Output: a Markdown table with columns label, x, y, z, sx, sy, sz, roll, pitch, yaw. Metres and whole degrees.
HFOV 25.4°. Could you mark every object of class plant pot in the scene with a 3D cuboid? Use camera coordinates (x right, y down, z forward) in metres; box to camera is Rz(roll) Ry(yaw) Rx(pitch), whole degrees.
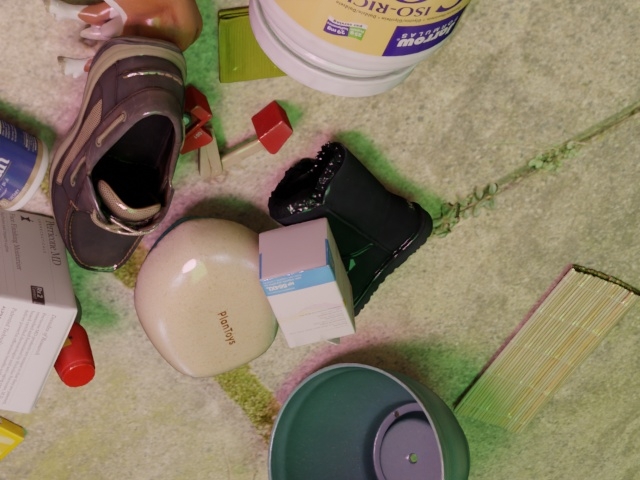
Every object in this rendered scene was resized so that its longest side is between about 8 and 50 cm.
| label | x | y | z | sx | sy | sz | roll | pitch | yaw |
| --- | --- | --- | --- | --- | --- | --- | --- | --- | --- |
| plant pot | 0.098 | 0.323 | 2.059 | 0.293 | 0.293 | 0.196 | -48 | 153 | 22 |

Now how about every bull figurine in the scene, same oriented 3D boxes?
| label | x | y | z | sx | sy | sz | roll | pitch | yaw |
| --- | --- | --- | --- | --- | --- | --- | --- | --- | --- |
| bull figurine | -0.224 | -0.313 | 1.514 | 0.189 | 0.101 | 0.310 | -15 | 131 | -1 |

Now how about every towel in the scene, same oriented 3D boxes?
| label | x | y | z | sx | sy | sz | roll | pitch | yaw |
| --- | --- | --- | --- | --- | --- | --- | --- | --- | --- |
| towel | -0.005 | -0.241 | 1.697 | 0.237 | 0.021 | 0.102 | -8 | 130 | -11 |

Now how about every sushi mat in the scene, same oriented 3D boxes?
| label | x | y | z | sx | sy | sz | roll | pitch | yaw |
| --- | --- | --- | --- | --- | --- | --- | --- | --- | --- |
| sushi mat | 0.344 | 0.170 | 2.159 | 0.151 | 0.019 | 0.316 | 19 | 121 | -29 |

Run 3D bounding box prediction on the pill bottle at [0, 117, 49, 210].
| label | x | y | z | sx | sy | sz | roll | pitch | yaw |
| --- | --- | --- | --- | --- | --- | --- | --- | --- | --- |
| pill bottle | -0.406 | -0.108 | 1.630 | 0.169 | 0.094 | 0.094 | 29 | 116 | -34 |

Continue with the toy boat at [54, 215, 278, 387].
| label | x | y | z | sx | sy | sz | roll | pitch | yaw |
| --- | --- | --- | --- | --- | --- | --- | --- | --- | --- |
| toy boat | -0.211 | 0.078 | 1.836 | 0.318 | 0.148 | 0.267 | -19 | 137 | -12 |

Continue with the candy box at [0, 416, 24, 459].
| label | x | y | z | sx | sy | sz | roll | pitch | yaw |
| --- | --- | --- | --- | --- | --- | --- | --- | --- | --- |
| candy box | -0.518 | 0.255 | 1.946 | 0.105 | 0.027 | 0.206 | -43 | 129 | 14 |

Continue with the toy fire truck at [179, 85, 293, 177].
| label | x | y | z | sx | sy | sz | roll | pitch | yaw |
| --- | --- | --- | --- | --- | --- | --- | --- | --- | --- |
| toy fire truck | -0.145 | -0.118 | 1.738 | 0.192 | 0.047 | 0.135 | -39 | 131 | 17 |

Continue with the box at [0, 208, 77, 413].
| label | x | y | z | sx | sy | sz | roll | pitch | yaw |
| --- | --- | --- | --- | --- | --- | --- | --- | --- | --- |
| box | -0.390 | 0.083 | 1.737 | 0.119 | 0.181 | 0.182 | 12 | 124 | -27 |

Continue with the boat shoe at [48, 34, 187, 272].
| label | x | y | z | sx | sy | sz | roll | pitch | yaw |
| --- | --- | --- | --- | --- | --- | --- | --- | --- | --- |
| boat shoe | -0.234 | -0.070 | 1.615 | 0.132 | 0.130 | 0.355 | 2 | 139 | -16 |

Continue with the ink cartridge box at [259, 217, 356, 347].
| label | x | y | z | sx | sy | sz | roll | pitch | yaw |
| --- | --- | --- | --- | --- | --- | --- | --- | --- | --- |
| ink cartridge box | -0.014 | 0.061 | 1.777 | 0.090 | 0.092 | 0.143 | -13 | 130 | 9 |

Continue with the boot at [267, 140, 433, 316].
| label | x | y | z | sx | sy | sz | roll | pitch | yaw |
| --- | --- | --- | --- | --- | --- | --- | --- | --- | --- |
| boot | 0.000 | 0.000 | 1.852 | 0.246 | 0.094 | 0.207 | -44 | 129 | 17 |

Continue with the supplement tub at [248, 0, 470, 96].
| label | x | y | z | sx | sy | sz | roll | pitch | yaw |
| --- | --- | --- | --- | --- | --- | --- | --- | --- | --- |
| supplement tub | 0.063 | -0.326 | 1.458 | 0.241 | 0.241 | 0.331 | 1 | 148 | -18 |
